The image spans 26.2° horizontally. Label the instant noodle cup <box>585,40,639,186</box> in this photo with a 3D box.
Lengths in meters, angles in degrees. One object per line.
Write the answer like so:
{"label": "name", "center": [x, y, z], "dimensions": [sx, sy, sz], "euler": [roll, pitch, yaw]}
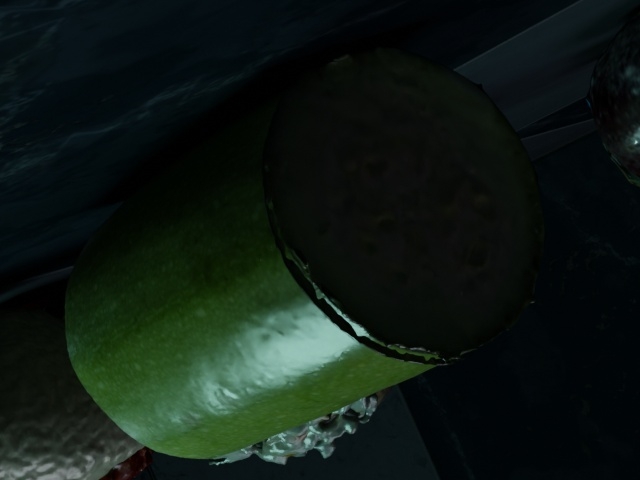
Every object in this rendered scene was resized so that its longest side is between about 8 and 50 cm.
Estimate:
{"label": "instant noodle cup", "center": [0.465, -0.182, 1.783], "dimensions": [0.240, 0.240, 0.178], "euler": [-25, 168, 13]}

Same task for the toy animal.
{"label": "toy animal", "center": [-0.348, 0.179, 1.479], "dimensions": [0.358, 0.227, 0.188], "euler": [-2, 162, -21]}

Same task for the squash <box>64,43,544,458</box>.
{"label": "squash", "center": [-0.029, 0.021, 1.161], "dimensions": [0.263, 0.263, 0.384], "euler": [-21, 175, -38]}

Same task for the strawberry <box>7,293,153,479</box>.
{"label": "strawberry", "center": [-0.346, 0.206, 1.714], "dimensions": [0.220, 0.274, 0.274], "euler": [-18, 179, 24]}

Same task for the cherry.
{"label": "cherry", "center": [0.437, -0.179, 1.558], "dimensions": [0.255, 0.218, 0.296], "euler": [-16, 166, -15]}

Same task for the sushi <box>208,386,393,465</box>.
{"label": "sushi", "center": [-0.044, 0.090, 1.719], "dimensions": [0.417, 0.176, 0.418], "euler": [-17, -142, 14]}
